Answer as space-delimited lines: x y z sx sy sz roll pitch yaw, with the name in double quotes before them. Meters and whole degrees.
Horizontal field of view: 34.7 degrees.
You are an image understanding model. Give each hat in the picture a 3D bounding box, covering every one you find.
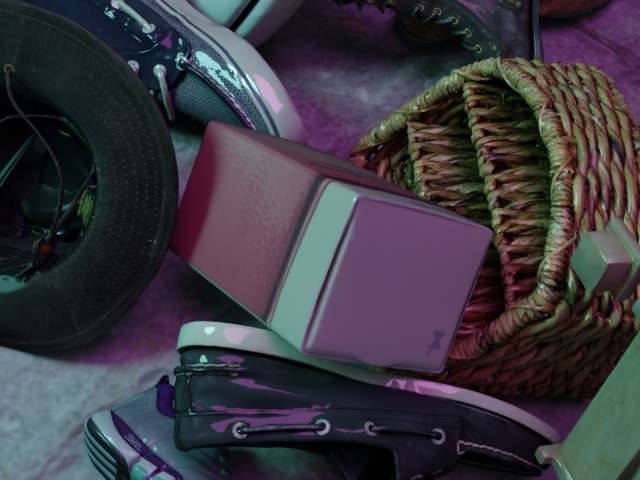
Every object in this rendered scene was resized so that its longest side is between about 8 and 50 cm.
"hat" -0.276 -0.067 0.892 0.332 0.331 0.134 16 18 -1

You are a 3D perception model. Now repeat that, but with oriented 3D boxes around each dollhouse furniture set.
"dollhouse furniture set" 0.292 0.209 0.773 0.174 0.303 0.355 -4 48 -22

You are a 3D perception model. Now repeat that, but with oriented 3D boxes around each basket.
"basket" 0.159 -0.025 0.932 0.223 0.213 0.299 4 55 -10

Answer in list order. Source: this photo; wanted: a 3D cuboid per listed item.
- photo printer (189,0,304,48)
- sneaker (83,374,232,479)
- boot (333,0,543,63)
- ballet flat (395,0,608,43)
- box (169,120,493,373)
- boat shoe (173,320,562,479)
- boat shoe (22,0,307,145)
"photo printer" -0.037 -0.362 1.103 0.107 0.256 0.307 25 53 -19
"sneaker" -0.085 0.198 0.812 0.224 0.083 0.098 43 53 18
"boot" 0.124 -0.243 1.083 0.229 0.091 0.262 10 100 -4
"ballet flat" 0.245 -0.326 1.211 0.343 0.124 0.116 -16 60 -21
"box" 0.000 0.000 0.846 0.149 0.126 0.232 12 11 -38
"boat shoe" 0.039 0.163 0.825 0.340 0.127 0.113 20 68 -22
"boat shoe" -0.173 -0.160 1.024 0.158 0.127 0.340 -34 61 -22
